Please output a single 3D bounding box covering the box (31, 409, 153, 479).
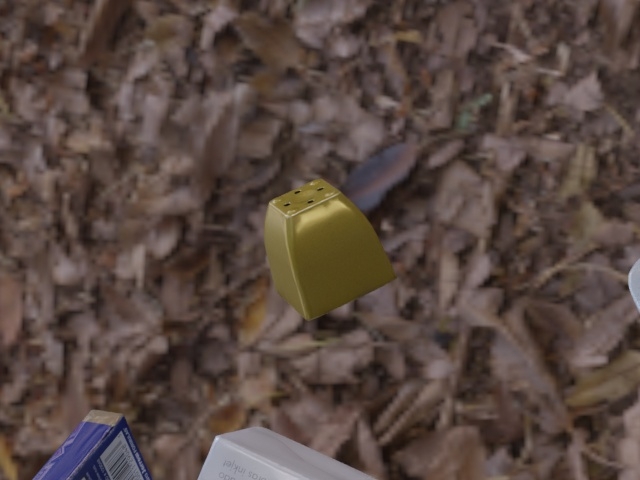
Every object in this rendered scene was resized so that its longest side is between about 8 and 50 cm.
[{"bbox_3d":[-0.183,0.239,1.131,0.036,0.225,0.136,4,128,31],"label":"box"}]

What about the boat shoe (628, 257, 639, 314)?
[{"bbox_3d":[0.300,0.105,1.312,0.077,0.070,0.219,-17,47,9],"label":"boat shoe"}]

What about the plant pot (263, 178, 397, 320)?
[{"bbox_3d":[0.000,0.000,1.327,0.081,0.081,0.083,38,150,63],"label":"plant pot"}]

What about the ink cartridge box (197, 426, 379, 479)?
[{"bbox_3d":[-0.039,0.332,1.166,0.207,0.119,0.353,23,93,11],"label":"ink cartridge box"}]
